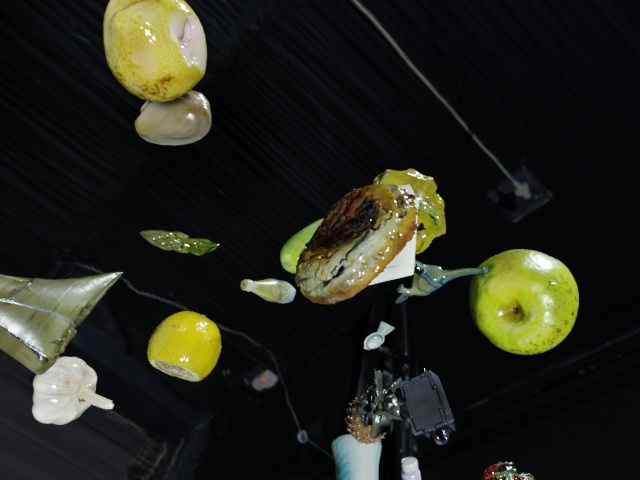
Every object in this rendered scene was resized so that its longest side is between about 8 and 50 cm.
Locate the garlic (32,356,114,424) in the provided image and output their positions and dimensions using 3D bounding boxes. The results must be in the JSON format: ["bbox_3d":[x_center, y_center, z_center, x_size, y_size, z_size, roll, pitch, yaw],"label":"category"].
[{"bbox_3d":[-0.697,0.446,1.508,0.225,0.199,0.199,10,-132,19],"label":"garlic"}]

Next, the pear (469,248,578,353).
[{"bbox_3d":[0.710,0.202,1.835,0.391,0.391,0.391,-44,-163,18],"label":"pear"}]

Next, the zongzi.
[{"bbox_3d":[-0.773,0.132,1.448,0.159,0.323,0.361,-25,-153,50],"label":"zongzi"}]

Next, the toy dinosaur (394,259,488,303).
[{"bbox_3d":[0.300,0.119,1.504,0.363,0.147,0.077,-34,-139,49],"label":"toy dinosaur"}]

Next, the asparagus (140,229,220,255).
[{"bbox_3d":[-0.512,0.010,1.910,0.080,0.286,0.080,-164,-90,-74],"label":"asparagus"}]

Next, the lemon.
[{"bbox_3d":[-0.455,0.349,1.796,0.240,0.240,0.219,-28,-145,51],"label":"lemon"}]

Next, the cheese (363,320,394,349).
[{"bbox_3d":[0.190,0.324,1.750,0.121,0.067,0.026,-52,-152,18],"label":"cheese"}]

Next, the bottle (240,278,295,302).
[{"bbox_3d":[-0.188,0.175,1.867,0.083,0.269,0.083,-7,-103,30],"label":"bottle"}]

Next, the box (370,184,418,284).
[{"bbox_3d":[0.150,-0.005,1.299,0.164,0.257,0.069,-12,-135,-6],"label":"box"}]

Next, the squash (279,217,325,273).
[{"bbox_3d":[0.002,-0.006,1.609,0.118,0.118,0.370,-36,180,39],"label":"squash"}]

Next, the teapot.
[{"bbox_3d":[0.253,0.374,1.196,0.087,0.096,0.177,-32,-125,26],"label":"teapot"}]

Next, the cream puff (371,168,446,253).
[{"bbox_3d":[0.242,-0.074,1.491,0.282,0.281,0.185,-54,-159,-13],"label":"cream puff"}]

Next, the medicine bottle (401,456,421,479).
[{"bbox_3d":[0.245,0.639,1.419,0.052,0.089,0.052,-7,-177,0],"label":"medicine bottle"}]

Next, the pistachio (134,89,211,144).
[{"bbox_3d":[-0.498,-0.421,1.801,0.287,0.197,0.166,-6,-133,27],"label":"pistachio"}]

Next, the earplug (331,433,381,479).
[{"bbox_3d":[0.126,0.855,1.788,0.185,0.185,0.324,-39,-148,33],"label":"earplug"}]

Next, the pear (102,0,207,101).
[{"bbox_3d":[-0.408,-0.487,1.296,0.271,0.271,0.271,-44,-163,18],"label":"pear"}]

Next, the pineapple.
[{"bbox_3d":[0.169,0.530,1.634,0.166,0.165,0.365,-60,170,-31],"label":"pineapple"}]

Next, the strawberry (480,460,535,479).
[{"bbox_3d":[0.394,0.553,1.120,0.148,0.131,0.131,-64,-165,9],"label":"strawberry"}]

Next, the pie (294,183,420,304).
[{"bbox_3d":[0.054,0.002,0.996,0.308,0.085,0.308,-36,-159,16],"label":"pie"}]
